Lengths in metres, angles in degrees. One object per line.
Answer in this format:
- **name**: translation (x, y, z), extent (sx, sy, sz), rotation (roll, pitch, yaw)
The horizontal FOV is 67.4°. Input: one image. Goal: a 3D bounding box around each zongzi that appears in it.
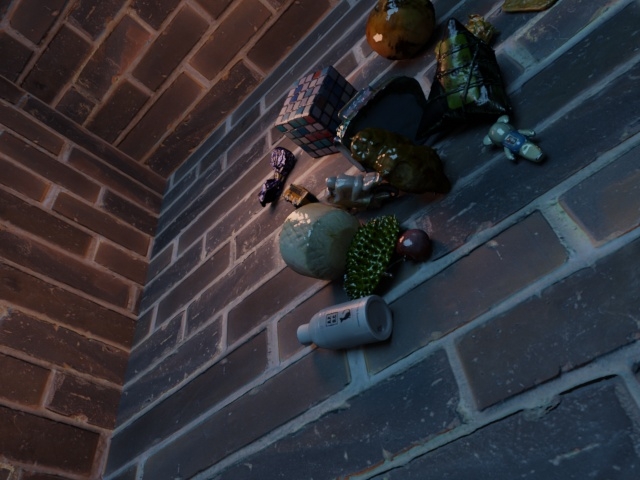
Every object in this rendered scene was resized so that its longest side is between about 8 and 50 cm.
- **zongzi**: translation (0.475, -0.530, 1.722), extent (0.362, 0.319, 0.383), rotation (-22, 64, 37)

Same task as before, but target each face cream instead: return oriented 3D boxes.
- **face cream**: translation (0.049, 0.290, 1.591), extent (0.370, 0.145, 0.145), rotation (-23, 45, 38)

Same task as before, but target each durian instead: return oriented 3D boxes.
- **durian**: translation (0.186, 0.055, 1.649), extent (0.159, 0.169, 0.351), rotation (17, 75, 29)

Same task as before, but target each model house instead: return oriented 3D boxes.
- **model house**: translation (0.211, -0.484, 1.918), extent (0.360, 0.297, 0.339), rotation (-45, 32, 4)

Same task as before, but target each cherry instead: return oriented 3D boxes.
- **cherry**: translation (0.282, 0.048, 1.539), extent (0.107, 0.090, 0.225), rotation (23, 58, 18)

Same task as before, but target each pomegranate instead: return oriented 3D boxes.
- **pomegranate**: translation (0.364, -0.990, 2.197), extent (0.322, 0.322, 0.321), rotation (-32, 40, 31)

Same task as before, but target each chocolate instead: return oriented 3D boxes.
- **chocolate**: translation (-0.236, -0.316, 2.513), extent (0.148, 0.126, 0.343), rotation (103, -177, -67)

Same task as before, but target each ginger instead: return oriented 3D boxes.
- **ginger**: translation (0.288, -0.274, 1.667), extent (0.358, 0.274, 0.152), rotation (38, 119, 26)

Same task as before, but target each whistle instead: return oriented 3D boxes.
- **whistle**: translation (0.606, -0.305, 1.489), extent (0.114, 0.077, 0.235), rotation (-55, 38, 17)

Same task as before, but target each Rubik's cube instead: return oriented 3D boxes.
- **Rubik's cube**: translation (0.006, -0.604, 2.296), extent (0.292, 0.287, 0.292), rotation (-4, 59, 49)

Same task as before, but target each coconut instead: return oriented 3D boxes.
- **coconut**: translation (0.000, 0.000, 1.783), extent (0.329, 0.329, 0.328), rotation (-32, 40, 31)

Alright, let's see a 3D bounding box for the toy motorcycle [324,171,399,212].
- **toy motorcycle**: translation (0.127, -0.190, 1.849), extent (0.341, 0.223, 0.107), rotation (-11, 56, 44)

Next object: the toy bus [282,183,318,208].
- **toy bus**: translation (-0.096, -0.200, 2.248), extent (0.103, 0.091, 0.182), rotation (-54, 35, -1)

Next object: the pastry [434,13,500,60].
- **pastry**: translation (0.579, -0.799, 1.921), extent (0.250, 0.102, 0.154), rotation (-27, 42, 39)

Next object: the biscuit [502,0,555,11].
- **biscuit**: translation (0.798, -0.918, 1.820), extent (0.118, 0.029, 0.247), rotation (-53, 34, 2)
